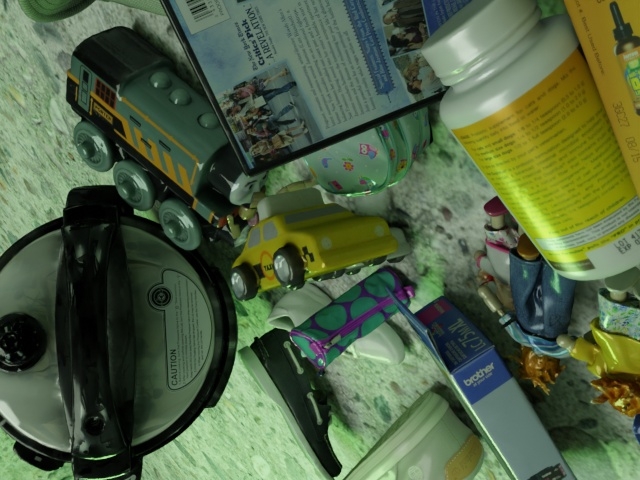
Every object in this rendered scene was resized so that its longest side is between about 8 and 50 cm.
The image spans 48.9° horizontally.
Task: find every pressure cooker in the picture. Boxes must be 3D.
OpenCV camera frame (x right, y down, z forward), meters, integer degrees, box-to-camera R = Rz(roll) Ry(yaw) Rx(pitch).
[{"bbox_3d":[-0.320,0.150,1.070,0.370,0.375,0.420,43,168,-1],"label":"pressure cooker"}]

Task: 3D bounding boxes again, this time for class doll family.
[{"bbox_3d":[0.230,0.075,0.637,0.263,0.118,0.163,21,139,37],"label":"doll family"}]

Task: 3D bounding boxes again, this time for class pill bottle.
[{"bbox_3d":[0.171,-0.082,0.526,0.215,0.117,0.117,50,149,-14],"label":"pill bottle"}]

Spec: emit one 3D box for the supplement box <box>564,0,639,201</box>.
[{"bbox_3d":[0.234,-0.088,0.443,0.233,0.080,0.078,65,163,-6],"label":"supplement box"}]

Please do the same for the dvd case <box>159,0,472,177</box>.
[{"bbox_3d":[0.019,-0.174,0.558,0.022,0.253,0.180,-99,-14,-63],"label":"dvd case"}]

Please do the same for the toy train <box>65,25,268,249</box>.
[{"bbox_3d":[-0.209,-0.133,0.947,0.334,0.142,0.190,40,139,13],"label":"toy train"}]

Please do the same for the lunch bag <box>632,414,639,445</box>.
[{"bbox_3d":[0.344,0.188,0.668,0.065,0.067,0.098,-8,119,54],"label":"lunch bag"}]

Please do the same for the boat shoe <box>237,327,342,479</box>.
[{"bbox_3d":[-0.026,0.284,1.201,0.302,0.091,0.114,61,166,-23],"label":"boat shoe"}]

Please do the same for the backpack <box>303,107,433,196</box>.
[{"bbox_3d":[0.028,-0.135,0.668,0.152,0.115,0.182,5,131,45],"label":"backpack"}]

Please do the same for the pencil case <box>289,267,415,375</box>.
[{"bbox_3d":[0.039,0.095,0.863,0.070,0.152,0.064,1,122,63],"label":"pencil case"}]

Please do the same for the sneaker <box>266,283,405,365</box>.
[{"bbox_3d":[0.016,0.137,0.990,0.212,0.094,0.080,22,138,36],"label":"sneaker"}]

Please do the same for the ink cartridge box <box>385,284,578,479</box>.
[{"bbox_3d":[0.190,0.181,0.778,0.311,0.065,0.186,54,-179,-12],"label":"ink cartridge box"}]

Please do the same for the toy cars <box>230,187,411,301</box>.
[{"bbox_3d":[0.000,0.000,0.751,0.394,0.176,0.087,8,-113,-80],"label":"toy cars"}]

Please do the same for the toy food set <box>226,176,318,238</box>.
[{"bbox_3d":[-0.060,-0.044,0.888,0.078,0.122,0.019,86,160,-61],"label":"toy food set"}]

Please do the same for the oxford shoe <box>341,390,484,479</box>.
[{"bbox_3d":[0.109,0.376,1.074,0.130,0.169,0.449,41,143,10],"label":"oxford shoe"}]

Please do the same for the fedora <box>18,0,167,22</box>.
[{"bbox_3d":[-0.132,-0.286,0.599,0.124,0.275,0.244,25,155,-6],"label":"fedora"}]
